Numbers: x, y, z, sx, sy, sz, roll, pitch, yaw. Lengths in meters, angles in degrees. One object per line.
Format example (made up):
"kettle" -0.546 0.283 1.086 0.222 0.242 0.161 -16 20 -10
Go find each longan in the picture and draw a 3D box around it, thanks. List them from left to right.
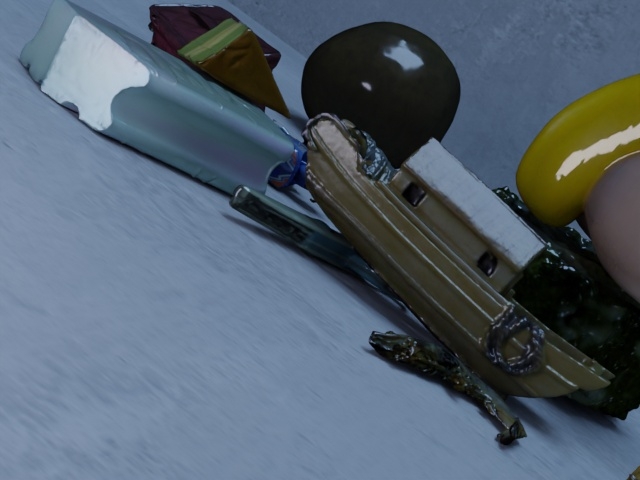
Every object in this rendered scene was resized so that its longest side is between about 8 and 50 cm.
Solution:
"longan" 0.108 -0.273 2.400 0.297 0.297 0.297 33 11 -7

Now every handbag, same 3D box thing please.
"handbag" -0.153 -0.236 1.751 0.146 0.135 0.225 0 28 -28

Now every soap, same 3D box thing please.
"soap" -0.187 -0.161 1.501 0.289 0.095 0.173 25 14 -39

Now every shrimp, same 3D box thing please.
"shrimp" 0.139 0.152 1.308 0.195 0.035 0.148 27 16 -40

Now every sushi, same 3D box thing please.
"sushi" 0.318 0.089 1.709 0.351 0.178 0.294 26 15 -31

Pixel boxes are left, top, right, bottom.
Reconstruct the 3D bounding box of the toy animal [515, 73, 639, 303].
"toy animal" 0.451 -0.060 1.643 0.247 0.277 0.345 35 8 -48

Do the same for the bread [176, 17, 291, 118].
"bread" -0.106 -0.195 1.612 0.074 0.084 0.139 36 -23 52

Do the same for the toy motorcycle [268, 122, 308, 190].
"toy motorcycle" -0.055 -0.118 1.782 0.114 0.076 0.205 16 20 -39

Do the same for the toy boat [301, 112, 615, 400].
"toy boat" 0.159 0.015 1.484 0.445 0.162 0.136 47 12 10

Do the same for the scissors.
"scissors" 0.000 0.000 1.506 0.289 0.041 0.138 30 12 -42

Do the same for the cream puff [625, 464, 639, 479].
"cream puff" 0.342 0.245 1.242 0.104 0.119 0.133 42 -20 19
